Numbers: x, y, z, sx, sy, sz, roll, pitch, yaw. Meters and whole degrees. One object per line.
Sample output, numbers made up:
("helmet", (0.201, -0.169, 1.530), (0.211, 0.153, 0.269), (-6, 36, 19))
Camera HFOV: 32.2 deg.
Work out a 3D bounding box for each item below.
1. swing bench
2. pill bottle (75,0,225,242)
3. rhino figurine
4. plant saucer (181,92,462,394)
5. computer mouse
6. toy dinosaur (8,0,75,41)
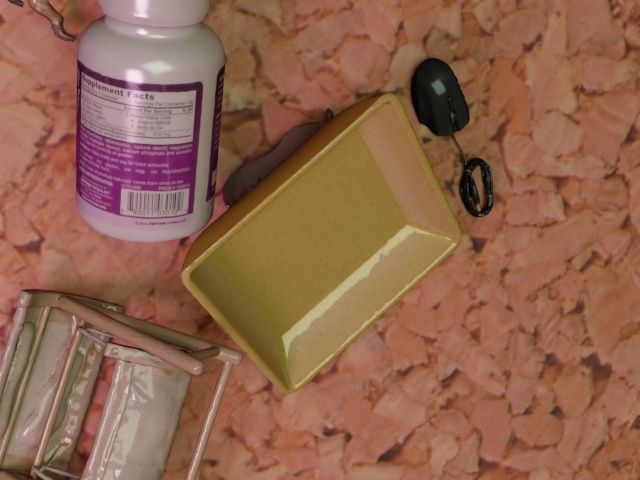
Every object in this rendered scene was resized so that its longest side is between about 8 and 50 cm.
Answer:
("swing bench", (-0.267, 0.217, 1.352), (0.254, 0.165, 0.253), (19, 93, 14))
("pill bottle", (-0.198, -0.164, 1.288), (0.169, 0.169, 0.302), (-3, 119, -20))
("rhino figurine", (-0.024, -0.094, 1.458), (0.243, 0.073, 0.106), (-38, 113, -13))
("plant saucer", (0.000, 0.000, 1.414), (0.332, 0.081, 0.333), (-41, 141, -6))
("computer mouse", (0.193, -0.141, 1.549), (0.071, 0.041, 0.242), (-31, 108, -14))
("toy dinosaur", (-0.346, -0.363, 1.276), (0.295, 0.127, 0.200), (18, 84, -9))
